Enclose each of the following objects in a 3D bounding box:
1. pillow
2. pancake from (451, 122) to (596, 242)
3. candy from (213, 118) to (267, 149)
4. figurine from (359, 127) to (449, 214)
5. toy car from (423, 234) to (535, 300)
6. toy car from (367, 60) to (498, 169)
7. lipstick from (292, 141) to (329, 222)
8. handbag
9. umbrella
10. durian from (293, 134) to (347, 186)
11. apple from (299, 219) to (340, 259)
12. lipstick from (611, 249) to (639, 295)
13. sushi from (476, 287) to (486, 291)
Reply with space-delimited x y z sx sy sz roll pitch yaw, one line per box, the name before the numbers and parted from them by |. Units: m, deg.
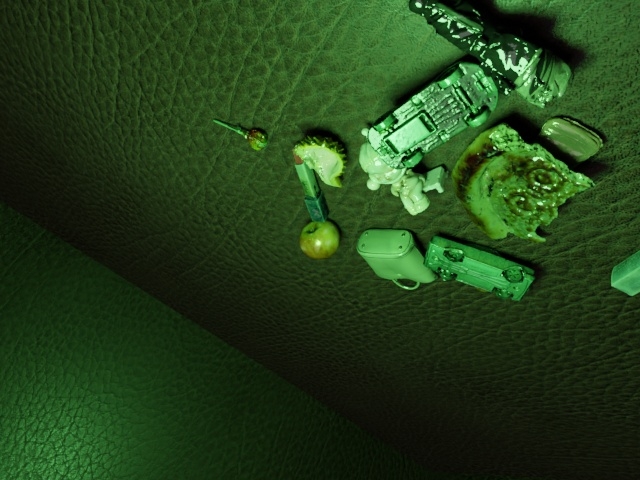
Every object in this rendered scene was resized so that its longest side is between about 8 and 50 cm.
pillow | 0.544 -0.196 1.179 0.135 0.034 0.211 32 147 2
pancake | 0.475 -0.112 1.277 0.304 0.067 0.427 27 156 12
candy | -0.251 -0.337 1.553 0.200 0.060 0.060 26 149 16
figurine | 0.206 -0.200 1.338 0.256 0.145 0.182 39 166 -22
toy car | 0.484 0.078 1.544 0.320 0.097 0.141 20 146 14
toy car | 0.256 -0.295 1.165 0.305 0.125 0.136 -33 112 29
lipstick | -0.037 -0.183 1.601 0.051 0.051 0.312 11 143 27
handbag | 0.271 0.075 1.740 0.241 0.109 0.315 4 154 33
umbrella | 0.329 -0.388 0.993 0.357 0.106 0.113 32 128 -3
durian | 0.021 -0.238 1.466 0.140 0.079 0.224 -5 147 23
apple | 0.000 0.000 1.752 0.146 0.147 0.147 19 147 13
lipstick | 0.850 0.045 1.251 0.076 0.078 0.290 26 149 1
sushi | 0.547 0.137 1.634 0.050 0.047 0.099 30 132 -26
